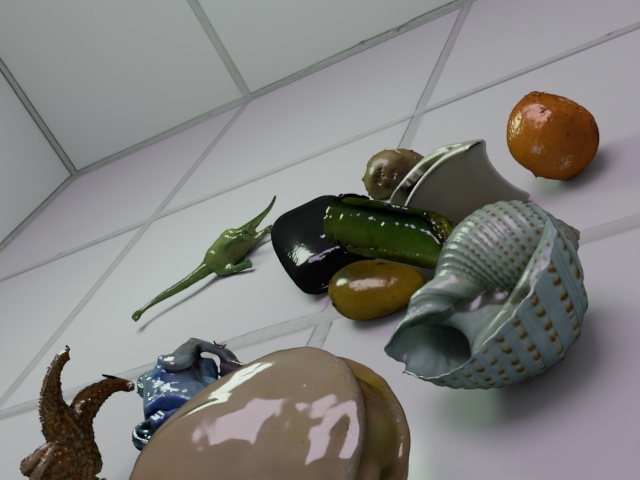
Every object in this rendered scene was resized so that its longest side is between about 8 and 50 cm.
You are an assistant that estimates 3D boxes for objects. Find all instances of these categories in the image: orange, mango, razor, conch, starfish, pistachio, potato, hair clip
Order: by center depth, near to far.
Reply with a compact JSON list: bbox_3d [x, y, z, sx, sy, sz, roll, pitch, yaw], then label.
[{"bbox_3d":[-0.078,0.322,1.293,0.446,0.281,0.365,-25,48,35],"label":"pistachio"},{"bbox_3d":[0.272,0.102,1.431,0.319,0.215,0.303,-54,19,6],"label":"conch"},{"bbox_3d":[-0.417,0.357,1.694,0.113,0.312,0.303,-1,45,14],"label":"starfish"},{"bbox_3d":[0.105,0.089,1.832,0.195,0.098,0.137,-14,22,26],"label":"mango"},{"bbox_3d":[0.455,-0.203,1.912,0.161,0.193,0.193,-61,9,25],"label":"orange"},{"bbox_3d":[0.263,-0.100,1.986,0.282,0.172,0.113,-34,26,26],"label":"hair clip"},{"bbox_3d":[-0.001,-0.002,2.155,0.204,0.113,0.349,-28,21,-3],"label":"razor"},{"bbox_3d":[0.186,-0.168,2.313,0.172,0.100,0.089,-30,26,-6],"label":"potato"}]

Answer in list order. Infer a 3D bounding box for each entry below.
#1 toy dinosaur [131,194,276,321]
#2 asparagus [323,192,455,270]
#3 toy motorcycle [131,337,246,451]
[{"bbox_3d":[-0.273,0.046,2.477,0.301,0.087,0.447,-24,19,35],"label":"toy dinosaur"},{"bbox_3d":[0.171,-0.010,1.868,0.382,0.108,0.128,13,54,42],"label":"asparagus"},{"bbox_3d":[-0.212,0.271,1.719,0.241,0.182,0.319,-30,19,1],"label":"toy motorcycle"}]
